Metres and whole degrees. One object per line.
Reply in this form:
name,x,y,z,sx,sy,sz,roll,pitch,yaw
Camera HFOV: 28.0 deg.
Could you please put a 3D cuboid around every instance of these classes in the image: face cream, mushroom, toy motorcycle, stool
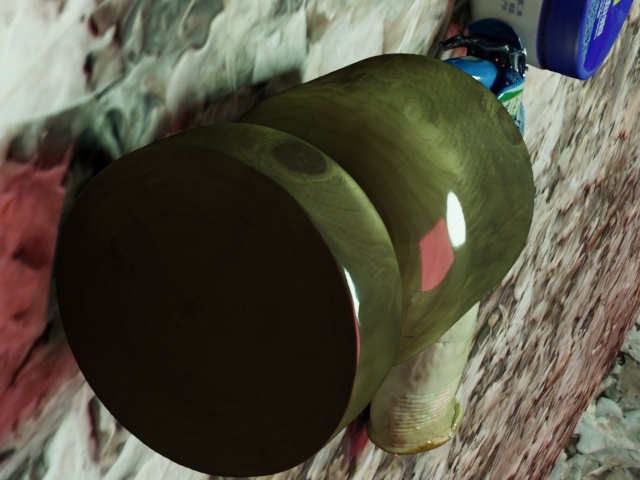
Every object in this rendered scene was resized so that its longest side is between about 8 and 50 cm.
face cream,0.208,-0.247,1.084,0.206,0.111,0.206,-53,157,-34
mushroom,0.095,0.092,1.217,0.123,0.095,0.351,-37,147,-22
toy motorcycle,0.100,-0.102,1.012,0.254,0.092,0.135,-20,124,-49
stool,0.000,0.000,0.742,0.264,0.179,0.179,-33,142,-56
